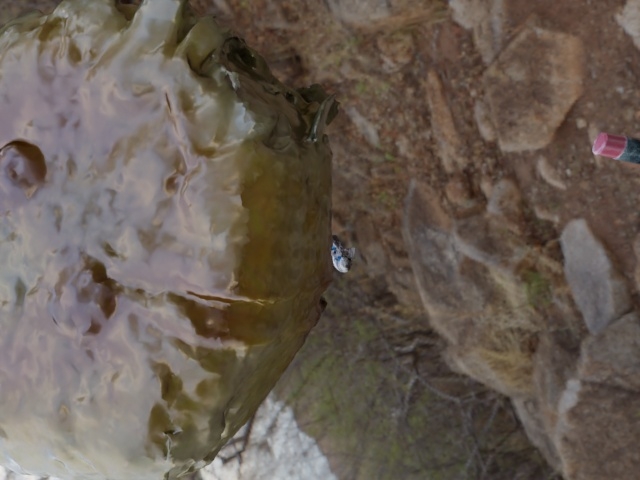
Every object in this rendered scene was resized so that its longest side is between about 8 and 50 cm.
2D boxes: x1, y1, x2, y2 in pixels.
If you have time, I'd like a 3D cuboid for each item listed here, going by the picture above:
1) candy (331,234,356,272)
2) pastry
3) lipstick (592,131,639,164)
[{"bbox_3d":[0.000,0.000,1.482,0.094,0.051,0.226,42,174,-20],"label":"candy"},{"bbox_3d":[-0.143,-0.003,0.545,0.136,0.330,0.329,12,-121,-72],"label":"pastry"},{"bbox_3d":[0.453,-0.109,1.108,0.053,0.234,0.053,-16,72,61],"label":"lipstick"}]
